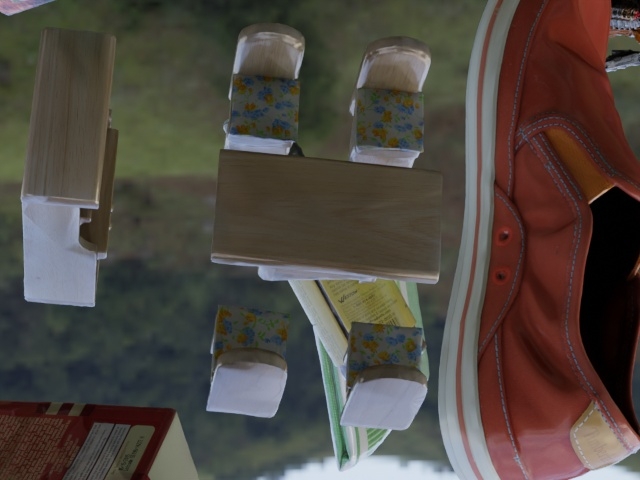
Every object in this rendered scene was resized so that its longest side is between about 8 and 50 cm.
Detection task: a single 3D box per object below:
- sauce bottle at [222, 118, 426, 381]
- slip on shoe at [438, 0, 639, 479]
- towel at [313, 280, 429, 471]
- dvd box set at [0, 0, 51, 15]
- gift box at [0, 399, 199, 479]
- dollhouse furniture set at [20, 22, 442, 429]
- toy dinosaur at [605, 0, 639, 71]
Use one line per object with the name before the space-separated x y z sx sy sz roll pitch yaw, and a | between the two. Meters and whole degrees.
sauce bottle | 0.000 0.000 2.156 0.111 0.344 0.111 -27 -177 2
slip on shoe | 0.135 -0.021 1.002 0.101 0.331 0.123 -8 146 27
towel | 0.070 0.137 2.502 0.038 0.248 0.325 -3 -162 22
dvd box set | -0.312 -0.372 2.065 0.307 0.062 0.420 -17 167 14
gift box | -0.214 0.316 1.655 0.276 0.258 0.255 5 -139 22
dollhouse furniture set | -0.075 -0.046 1.773 0.394 0.362 0.256 5 155 -5
toy dinosaur | 0.333 -0.281 1.808 0.322 0.218 0.164 -10 166 9
